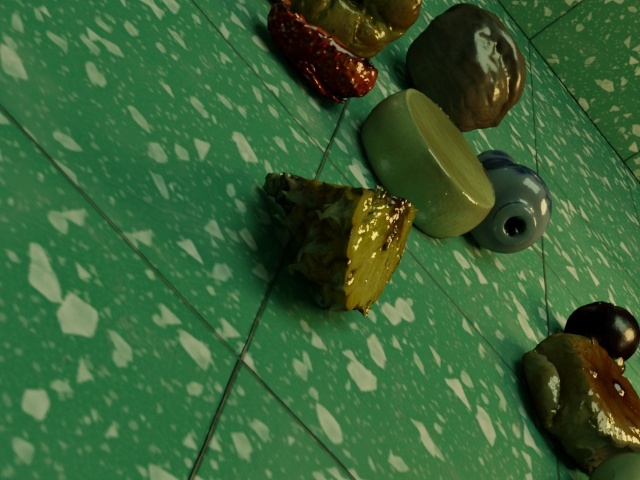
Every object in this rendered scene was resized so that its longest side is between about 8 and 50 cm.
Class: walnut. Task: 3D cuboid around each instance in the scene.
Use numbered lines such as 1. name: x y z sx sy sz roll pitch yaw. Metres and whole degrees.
1. walnut: 0.261 -0.299 1.889 0.224 0.224 0.224 42 26 -26

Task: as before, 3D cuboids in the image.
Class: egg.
1. egg: 0.404 0.333 1.394 0.152 0.114 0.114 17 43 -54

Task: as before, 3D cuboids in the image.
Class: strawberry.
1. strawberry: -0.006 -0.256 1.483 0.188 0.082 0.121 29 13 -29

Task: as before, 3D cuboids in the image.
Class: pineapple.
1. pineapple: -0.001 0.000 1.127 0.164 0.140 0.250 15 3 10

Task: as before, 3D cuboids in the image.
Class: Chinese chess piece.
1. Chinese chess piece: 0.157 -0.111 1.562 0.238 0.092 0.238 41 27 -26

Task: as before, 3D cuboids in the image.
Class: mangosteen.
1. mangosteen: 0.454 0.167 1.735 0.140 0.140 0.140 42 26 -26

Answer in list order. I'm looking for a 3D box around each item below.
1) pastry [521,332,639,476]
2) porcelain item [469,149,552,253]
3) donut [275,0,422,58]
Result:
1. pastry: 0.378 0.232 1.503 0.229 0.100 0.218 47 24 -14
2. porcelain item: 0.290 -0.067 1.714 0.141 0.141 0.259 47 14 -16
3. donut: 0.034 -0.396 1.574 0.261 0.208 0.128 48 23 -27
